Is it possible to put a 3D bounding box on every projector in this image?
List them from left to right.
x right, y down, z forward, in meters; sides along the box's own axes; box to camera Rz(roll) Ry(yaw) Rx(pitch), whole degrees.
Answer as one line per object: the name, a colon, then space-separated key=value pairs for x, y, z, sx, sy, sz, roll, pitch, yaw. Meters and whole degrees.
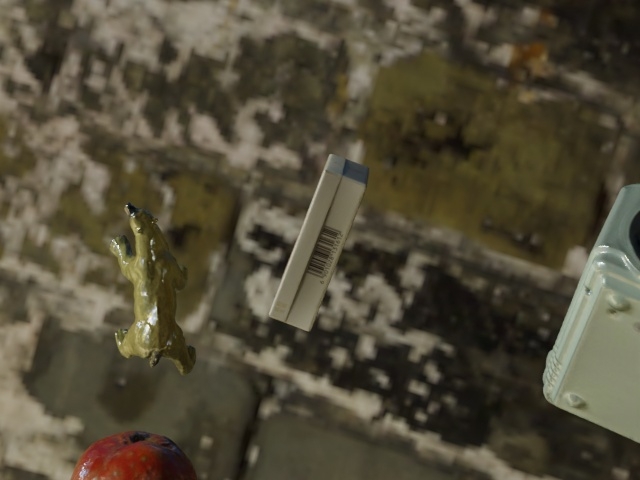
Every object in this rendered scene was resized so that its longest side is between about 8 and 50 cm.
projector: x=0.299 y=0.088 z=1.124 sx=0.256 sy=0.192 sz=0.099 roll=24 pitch=53 yaw=11

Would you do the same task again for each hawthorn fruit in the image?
hawthorn fruit: x=-0.150 y=0.212 z=1.265 sx=0.128 sy=0.128 sz=0.128 roll=16 pitch=9 yaw=-3

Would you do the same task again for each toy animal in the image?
toy animal: x=-0.213 y=0.063 z=2.004 sx=0.103 sy=0.219 sz=0.101 roll=-3 pitch=-5 yaw=-6

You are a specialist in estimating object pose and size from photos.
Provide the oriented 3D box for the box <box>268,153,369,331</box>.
box: x=0.000 y=0.000 z=1.991 sx=0.058 sy=0.201 sz=0.141 roll=20 pitch=13 yaw=-1
